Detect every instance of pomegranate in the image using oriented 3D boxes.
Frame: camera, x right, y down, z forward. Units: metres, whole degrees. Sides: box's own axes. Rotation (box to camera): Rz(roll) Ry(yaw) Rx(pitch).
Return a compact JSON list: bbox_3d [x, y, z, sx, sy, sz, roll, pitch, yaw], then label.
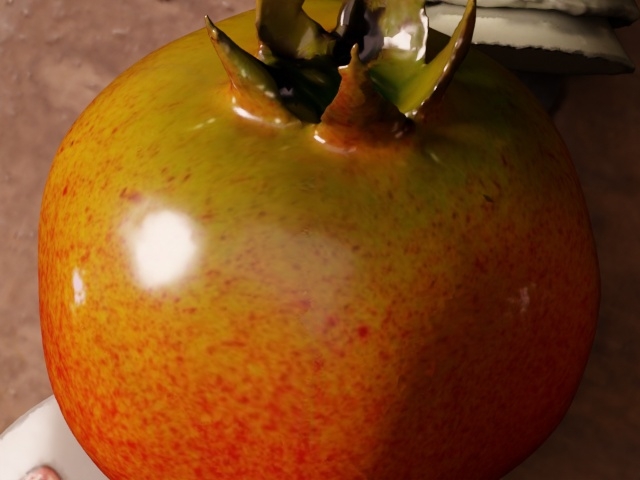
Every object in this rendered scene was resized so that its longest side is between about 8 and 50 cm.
[{"bbox_3d":[0.000,0.000,0.665,0.220,0.257,0.221,7,40,-6],"label":"pomegranate"}]

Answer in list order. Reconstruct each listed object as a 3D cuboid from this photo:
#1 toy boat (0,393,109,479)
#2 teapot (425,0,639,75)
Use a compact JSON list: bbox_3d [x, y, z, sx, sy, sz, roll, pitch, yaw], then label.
[{"bbox_3d":[-0.130,0.207,0.723,0.129,0.088,0.295,7,81,11],"label":"toy boat"},{"bbox_3d":[0.090,-0.199,0.734,0.183,0.183,0.251,6,91,10],"label":"teapot"}]
